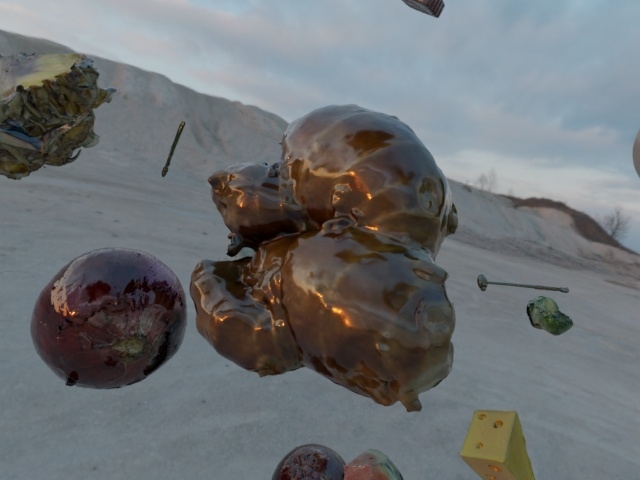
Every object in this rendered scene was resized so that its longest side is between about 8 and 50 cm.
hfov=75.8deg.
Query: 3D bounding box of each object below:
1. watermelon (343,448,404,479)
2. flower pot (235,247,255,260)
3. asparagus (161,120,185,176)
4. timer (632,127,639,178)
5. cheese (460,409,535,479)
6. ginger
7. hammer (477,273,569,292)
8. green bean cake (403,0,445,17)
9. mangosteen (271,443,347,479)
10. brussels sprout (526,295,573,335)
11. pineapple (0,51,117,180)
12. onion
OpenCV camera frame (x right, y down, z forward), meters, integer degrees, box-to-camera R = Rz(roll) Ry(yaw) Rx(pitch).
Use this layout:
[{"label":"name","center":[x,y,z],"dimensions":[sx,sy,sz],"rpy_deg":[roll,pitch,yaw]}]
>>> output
[{"label":"watermelon","center":[0.059,0.275,0.449],"dimensions":[0.072,0.084,0.092],"rpy_deg":[-2,-27,-2]},{"label":"flower pot","center":[-0.010,0.014,0.830],"dimensions":[0.307,0.244,0.307],"rpy_deg":[47,19,-22]},{"label":"asparagus","center":[-0.353,-0.216,0.984],"dimensions":[0.013,0.166,0.016],"rpy_deg":[15,38,-29]},{"label":"timer","center":[0.463,-0.066,0.445],"dimensions":[0.176,0.175,0.266],"rpy_deg":[14,36,22]},{"label":"cheese","center":[0.374,0.457,0.836],"dimensions":[0.093,0.171,0.126],"rpy_deg":[-20,13,41]},{"label":"ginger","center":[0.004,-0.009,0.450],"dimensions":[0.275,0.356,0.152],"rpy_deg":[-6,-27,23]},{"label":"hammer","center":[0.289,0.065,0.590],"dimensions":[0.123,0.029,0.014],"rpy_deg":[4,-37,9]},{"label":"green bean cake","center":[0.311,-0.756,1.278],"dimensions":[0.135,0.056,0.136],"rpy_deg":[40,25,23]},{"label":"mangosteen","center":[-0.011,0.475,0.750],"dimensions":[0.156,0.181,0.146],"rpy_deg":[-6,5,13]},{"label":"brussels sprout","center":[0.351,0.119,0.634],"dimensions":[0.046,0.050,0.083],"rpy_deg":[9,17,7]},{"label":"pineapple","center":[-0.409,-0.132,0.518],"dimensions":[0.336,0.161,0.158],"rpy_deg":[-5,45,-3]},{"label":"onion","center":[-0.395,0.146,0.796],"dimensions":[0.277,0.275,0.276],"rpy_deg":[12,6,-1]}]
